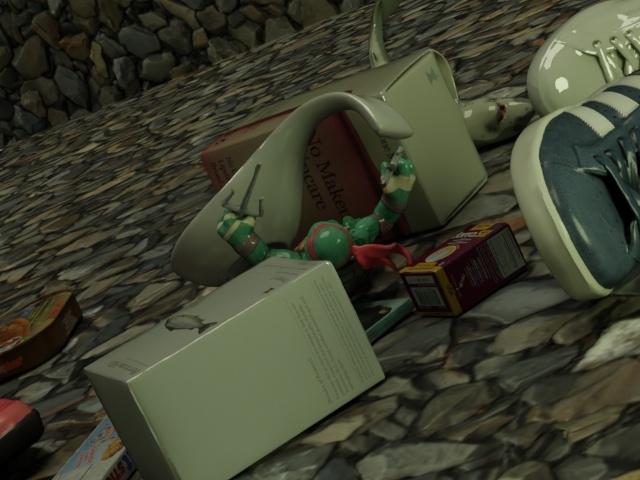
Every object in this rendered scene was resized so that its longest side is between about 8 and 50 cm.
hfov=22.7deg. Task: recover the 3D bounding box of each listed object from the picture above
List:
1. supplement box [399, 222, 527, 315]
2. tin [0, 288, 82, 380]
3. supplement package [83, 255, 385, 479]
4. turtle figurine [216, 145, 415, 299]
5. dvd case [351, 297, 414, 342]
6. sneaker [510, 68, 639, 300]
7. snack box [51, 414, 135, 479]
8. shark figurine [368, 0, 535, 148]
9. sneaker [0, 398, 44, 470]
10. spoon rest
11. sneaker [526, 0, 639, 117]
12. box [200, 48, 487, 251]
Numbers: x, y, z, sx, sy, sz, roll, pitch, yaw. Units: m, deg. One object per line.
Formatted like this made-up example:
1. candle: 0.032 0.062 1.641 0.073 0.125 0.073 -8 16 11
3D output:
1. supplement box: 0.115 0.023 1.286 0.083 0.043 0.055 -32 13 -28
2. tin: -0.327 0.106 1.790 0.106 0.040 0.189 -27 13 12
3. supplement package: -0.064 0.099 1.188 0.179 0.105 0.105 -31 15 -22
4. turtle figurine: 0.000 0.000 1.386 0.175 0.118 0.234 -9 -11 -5
5. dvd case: 0.011 0.077 1.333 0.087 0.013 0.119 -35 15 -36
6. sneaker: 0.256 -0.071 1.199 0.148 0.131 0.350 -23 13 30
7. snack box: -0.172 0.174 1.272 0.064 0.022 0.178 -20 14 23
8. shark figurine: 0.121 -0.164 1.814 0.166 0.278 0.116 -51 -34 15
9. sneaker: -0.377 0.164 1.441 0.314 0.136 0.116 -12 20 45
10. spoon rest: -0.036 -0.049 1.504 0.276 0.084 0.137 -41 -25 27
11. sneaker: 0.344 -0.209 1.620 0.290 0.106 0.123 -28 11 -18
12. box: 0.023 -0.075 1.603 0.232 0.148 0.127 -16 16 35
